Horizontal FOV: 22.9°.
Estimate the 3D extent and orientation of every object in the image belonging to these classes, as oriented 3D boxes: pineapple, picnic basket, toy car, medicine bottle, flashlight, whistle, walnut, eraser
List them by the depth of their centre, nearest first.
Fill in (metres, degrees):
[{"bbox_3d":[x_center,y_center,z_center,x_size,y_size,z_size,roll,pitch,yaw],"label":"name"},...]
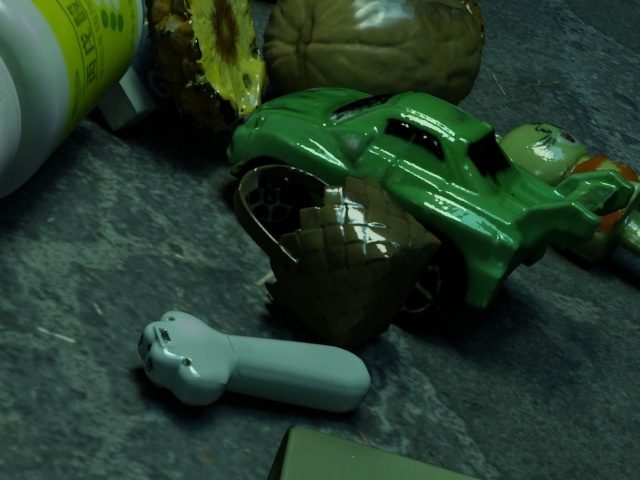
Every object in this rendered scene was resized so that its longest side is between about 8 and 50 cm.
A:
[{"bbox_3d":[-0.051,0.105,1.272,0.200,0.047,0.093,11,31,-29],"label":"flashlight"},{"bbox_3d":[-0.301,-0.153,1.350,0.213,0.213,0.378,24,28,0],"label":"medicine bottle"},{"bbox_3d":[0.000,0.000,1.394,0.178,0.138,0.128,40,32,17],"label":"picnic basket"},{"bbox_3d":[0.096,-0.054,1.526,0.359,0.176,0.213,32,27,16],"label":"toy car"},{"bbox_3d":[-0.119,-0.204,1.580,0.076,0.225,0.225,-11,21,18],"label":"pineapple"},{"bbox_3d":[-0.165,-0.180,1.645,0.092,0.046,0.212,59,33,1],"label":"eraser"},{"bbox_3d":[0.297,-0.043,1.736,0.288,0.106,0.131,34,23,18],"label":"whistle"},{"bbox_3d":[0.058,-0.210,1.740,0.225,0.225,0.261,38,25,26],"label":"walnut"}]

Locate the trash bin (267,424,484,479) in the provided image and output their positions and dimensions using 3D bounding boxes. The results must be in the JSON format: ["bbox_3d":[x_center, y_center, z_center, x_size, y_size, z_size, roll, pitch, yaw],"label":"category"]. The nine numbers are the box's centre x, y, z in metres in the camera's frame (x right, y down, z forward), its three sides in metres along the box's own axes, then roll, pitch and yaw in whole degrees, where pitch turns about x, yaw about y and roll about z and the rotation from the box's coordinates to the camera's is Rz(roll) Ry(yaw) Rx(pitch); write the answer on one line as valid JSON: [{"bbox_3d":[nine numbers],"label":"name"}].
[{"bbox_3d":[0.073,0.243,1.052,0.247,0.121,0.243,18,28,-4],"label":"trash bin"}]

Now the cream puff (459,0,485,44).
[{"bbox_3d":[0.139,-0.281,2.024,0.150,0.115,0.165,33,30,11],"label":"cream puff"}]

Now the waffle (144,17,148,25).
[{"bbox_3d":[-0.192,-0.238,1.791,0.097,0.023,0.152,13,29,-23],"label":"waffle"}]
